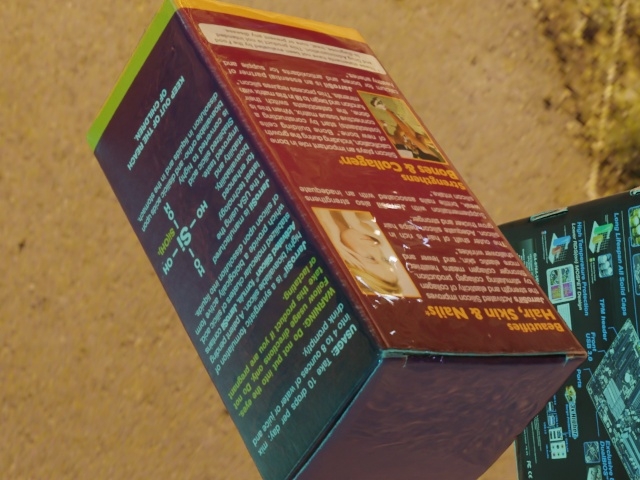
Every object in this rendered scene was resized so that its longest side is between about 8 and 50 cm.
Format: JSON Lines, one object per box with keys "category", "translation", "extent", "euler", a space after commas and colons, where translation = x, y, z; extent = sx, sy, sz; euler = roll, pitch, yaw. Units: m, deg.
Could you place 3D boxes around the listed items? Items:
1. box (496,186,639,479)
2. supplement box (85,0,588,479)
{"category": "box", "translation": [0.174, 0.083, 0.813], "extent": [0.051, 0.175, 0.220], "euler": [1, 79, -34]}
{"category": "supplement box", "translation": [0.000, 0.000, 0.588], "extent": [0.104, 0.081, 0.188], "euler": [4, 43, -41]}
